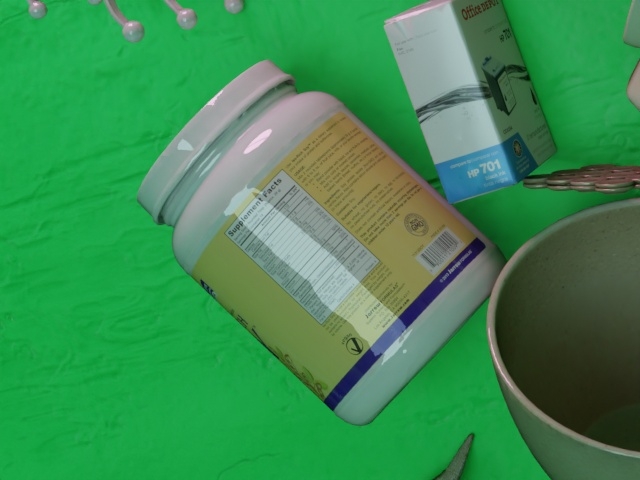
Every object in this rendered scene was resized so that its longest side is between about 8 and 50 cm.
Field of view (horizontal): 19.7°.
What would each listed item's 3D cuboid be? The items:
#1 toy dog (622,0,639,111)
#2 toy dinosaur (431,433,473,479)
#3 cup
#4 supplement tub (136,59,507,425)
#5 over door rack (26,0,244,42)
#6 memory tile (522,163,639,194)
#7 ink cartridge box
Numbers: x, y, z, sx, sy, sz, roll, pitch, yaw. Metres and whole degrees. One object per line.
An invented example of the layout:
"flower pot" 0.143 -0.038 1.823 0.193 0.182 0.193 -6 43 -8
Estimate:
"toy dog" 0.483 -0.157 1.603 0.408 0.284 0.395 21 126 15
"toy dinosaur" 0.135 0.370 2.018 0.200 0.127 0.296 -21 79 62
"cup" 0.328 0.156 1.775 0.331 0.331 0.237 13 137 19
"supplement tub" 0.000 0.000 1.881 0.331 0.241 0.241 43 118 6
"over door rack" -0.103 -0.270 1.839 0.324 0.239 0.108 -5 102 25
"memory tile" 0.278 -0.060 1.788 0.148 0.113 0.012 7 105 58
"ink cartridge box" 0.150 -0.149 1.825 0.082 0.139 0.191 -16 100 28
